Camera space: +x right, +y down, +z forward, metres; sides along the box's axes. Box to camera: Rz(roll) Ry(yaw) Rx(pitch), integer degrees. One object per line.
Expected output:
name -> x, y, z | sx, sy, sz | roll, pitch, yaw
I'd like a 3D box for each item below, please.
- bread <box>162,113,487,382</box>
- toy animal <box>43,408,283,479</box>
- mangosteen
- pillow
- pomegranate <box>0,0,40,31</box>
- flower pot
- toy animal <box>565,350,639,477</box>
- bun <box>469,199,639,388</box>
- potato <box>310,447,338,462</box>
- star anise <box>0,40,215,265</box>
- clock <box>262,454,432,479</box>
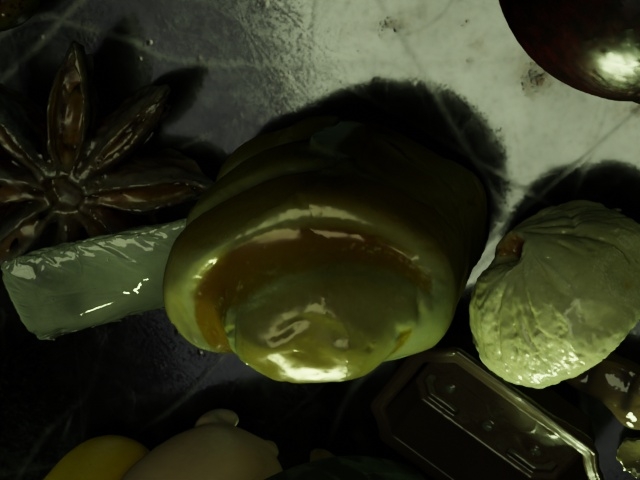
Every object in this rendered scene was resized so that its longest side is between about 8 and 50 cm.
bread -> 0.000, 0.000, 1.782 | 0.300, 0.341, 0.210 | 6, 115, 17
toy animal -> -0.188, 0.359, 2.014 | 0.345, 0.277, 0.247 | -29, 119, -12
mangosteen -> 0.332, -0.250, 1.655 | 0.307, 0.307, 0.347 | -38, 117, 21
pillow -> -0.227, 0.043, 1.913 | 0.229, 0.051, 0.128 | -13, 135, 0
pomegranate -> -0.345, -0.296, 1.906 | 0.114, 0.114, 0.142 | 41, 85, -1
flower pot -> 0.192, 0.200, 1.914 | 0.251, 0.084, 0.179 | 36, 131, 0
toy animal -> 0.348, 0.173, 1.888 | 0.214, 0.094, 0.186 | 28, 106, 12
bun -> 0.238, 0.041, 1.800 | 0.220, 0.220, 0.134 | -37, 113, 20
potato -> 0.012, 0.289, 2.024 | 0.037, 0.036, 0.093 | -9, 103, 19
star anise -> -0.277, -0.071, 1.942 | 0.331, 0.117, 0.332 | 1, 109, 3
clock -> -0.002, 0.404, 1.927 | 0.386, 0.076, 0.386 | -13, 127, -19
